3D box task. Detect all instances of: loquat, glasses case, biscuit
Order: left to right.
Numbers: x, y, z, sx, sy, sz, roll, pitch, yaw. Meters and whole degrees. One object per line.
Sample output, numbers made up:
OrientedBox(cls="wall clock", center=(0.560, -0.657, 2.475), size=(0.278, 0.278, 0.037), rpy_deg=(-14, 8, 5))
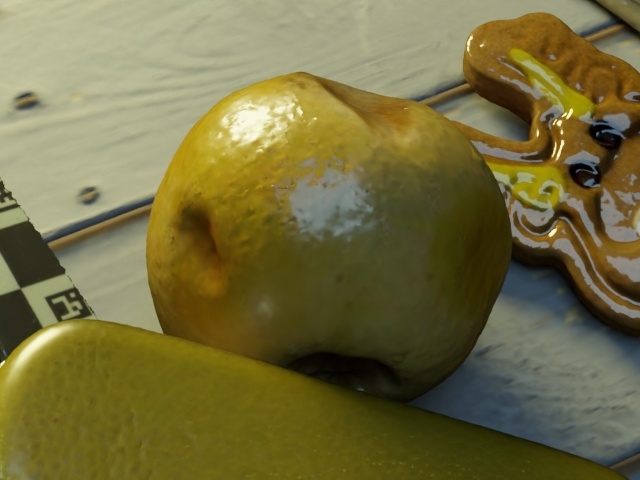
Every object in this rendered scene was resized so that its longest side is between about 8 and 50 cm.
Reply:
OrientedBox(cls="glasses case", center=(-0.007, 0.176, 0.829), size=(0.371, 0.141, 0.173), rpy_deg=(17, 54, -8))
OrientedBox(cls="loquat", center=(0.005, -0.002, 0.913), size=(0.213, 0.213, 0.213), rpy_deg=(2, 61, -4))
OrientedBox(cls="biscuit", center=(0.206, -0.033, 1.028), size=(0.295, 0.044, 0.186), rpy_deg=(25, 70, 9))

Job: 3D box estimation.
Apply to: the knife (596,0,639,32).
OrientedBox(cls="knife", center=(0.256, -0.147, 1.103), size=(0.089, 0.043, 0.365), rpy_deg=(-40, 71, -21))

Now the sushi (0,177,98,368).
OrientedBox(cls="sushi", center=(-0.255, 0.039, 0.949), size=(0.192, 0.050, 0.215), rpy_deg=(-25, 69, -35))
